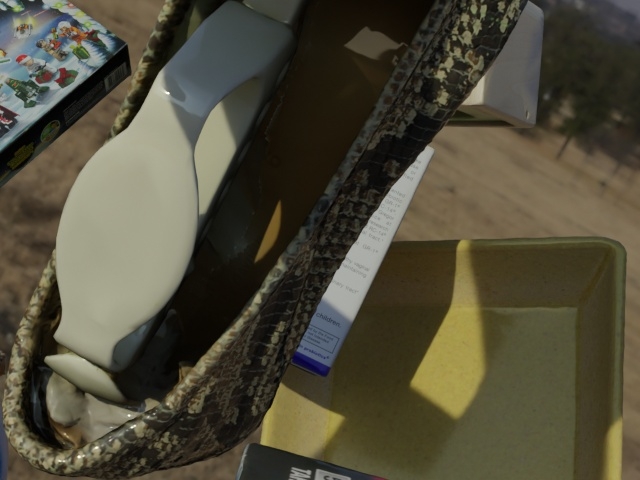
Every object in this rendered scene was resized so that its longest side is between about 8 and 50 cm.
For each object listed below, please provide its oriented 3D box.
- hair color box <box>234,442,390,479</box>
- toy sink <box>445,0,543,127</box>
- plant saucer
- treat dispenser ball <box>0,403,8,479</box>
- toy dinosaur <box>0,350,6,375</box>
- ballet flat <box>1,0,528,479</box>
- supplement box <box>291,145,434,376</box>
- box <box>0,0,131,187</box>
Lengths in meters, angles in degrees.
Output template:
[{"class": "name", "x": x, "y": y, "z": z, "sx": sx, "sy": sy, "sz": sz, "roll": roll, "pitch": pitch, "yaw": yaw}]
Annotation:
[{"class": "hair color box", "x": 0.131, "y": 0.196, "z": 0.393, "sx": 0.374, "sy": 0.114, "sz": 0.185, "roll": 16, "pitch": 17, "yaw": 0}, {"class": "toy sink", "x": 0.083, "y": -0.178, "z": 1.263, "sx": 0.234, "sy": 0.131, "sz": 0.153, "roll": 4, "pitch": -2, "yaw": 27}, {"class": "plant saucer", "x": 0.115, "y": 0.166, "z": 1.183, "sx": 0.332, "sy": 0.333, "sz": 0.081, "roll": -1, "pitch": -25, "yaw": 19}, {"class": "treat dispenser ball", "x": -0.404, "y": 0.181, "z": 1.047, "sx": 0.288, "sy": 0.288, "sz": 0.288, "roll": 27, "pitch": 11, "yaw": -6}, {"class": "toy dinosaur", "x": -0.356, "y": 0.088, "z": 1.251, "sx": 0.064, "sy": 0.112, "sz": 0.211, "roll": -18, "pitch": 15, "yaw": -19}, {"class": "ballet flat", "x": -0.018, "y": -0.084, "z": 0.594, "sx": 0.164, "sy": 0.483, "sz": 0.182, "roll": 32, "pitch": 15, "yaw": 16}, {"class": "supplement box", "x": 0.000, "y": 0.000, "z": 1.129, "sx": 0.114, "sy": 0.220, "sz": 0.111, "roll": 25, "pitch": -6, "yaw": -1}, {"class": "box", "x": -0.171, "y": -0.071, "z": 0.612, "sx": 0.094, "sy": 0.137, "sz": 0.027, "roll": 35, "pitch": -26, "yaw": 17}]
